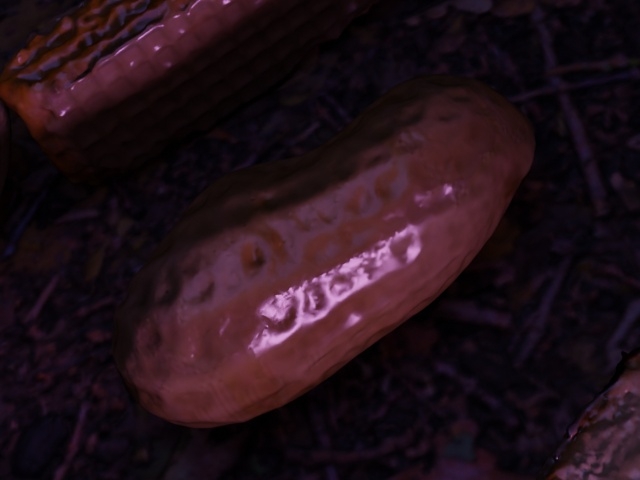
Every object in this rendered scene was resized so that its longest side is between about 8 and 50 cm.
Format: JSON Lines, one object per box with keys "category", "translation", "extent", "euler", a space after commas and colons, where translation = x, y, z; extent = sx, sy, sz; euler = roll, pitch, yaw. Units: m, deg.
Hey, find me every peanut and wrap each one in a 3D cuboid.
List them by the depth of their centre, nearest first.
{"category": "peanut", "translation": [0.000, 0.000, 0.810], "extent": [0.226, 0.095, 0.108], "euler": [-34, 56, -4]}

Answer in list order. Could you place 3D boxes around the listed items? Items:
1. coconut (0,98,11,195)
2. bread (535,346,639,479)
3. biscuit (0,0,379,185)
{"category": "coconut", "translation": [-0.252, -0.063, 0.912], "extent": [0.162, 0.161, 0.161], "euler": [25, 70, 25]}
{"category": "bread", "translation": [0.160, 0.105, 0.714], "extent": [0.129, 0.044, 0.126], "euler": [19, 59, 33]}
{"category": "biscuit", "translation": [0.005, -0.159, 0.916], "extent": [0.379, 0.094, 0.054], "euler": [-35, 53, -3]}
